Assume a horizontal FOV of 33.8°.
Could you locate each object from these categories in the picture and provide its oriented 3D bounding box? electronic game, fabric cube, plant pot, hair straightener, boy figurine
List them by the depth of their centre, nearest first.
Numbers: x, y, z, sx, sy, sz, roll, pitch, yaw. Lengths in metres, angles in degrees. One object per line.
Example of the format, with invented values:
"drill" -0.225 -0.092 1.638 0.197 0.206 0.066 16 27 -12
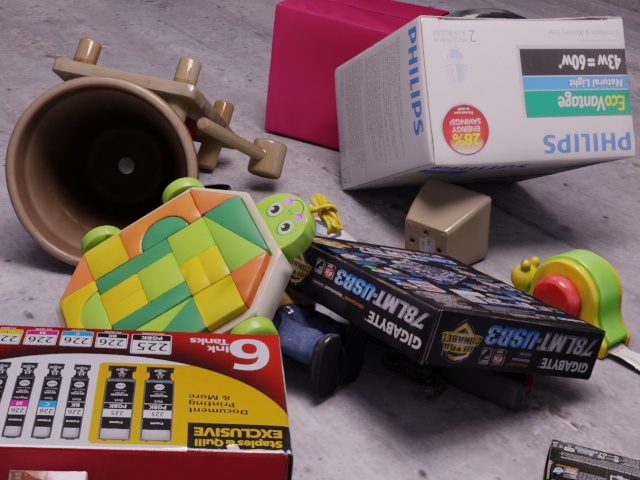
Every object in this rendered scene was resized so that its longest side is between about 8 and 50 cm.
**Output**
"hair straightener" 0.137 0.150 1.265 0.230 0.047 0.089 21 29 17
"boy figurine" -0.090 0.094 1.285 0.285 0.092 0.177 19 23 29
"plant pot" -0.295 -0.101 1.522 0.262 0.263 0.229 6 6 -1
"plant pot" 0.181 -0.015 1.577 0.109 0.109 0.096 22 41 31
"electronic game" 0.261 -0.347 1.849 0.229 0.048 0.229 -5 -12 -1
"fabric cube" 0.072 -0.329 2.039 0.258 0.254 0.259 16 26 22

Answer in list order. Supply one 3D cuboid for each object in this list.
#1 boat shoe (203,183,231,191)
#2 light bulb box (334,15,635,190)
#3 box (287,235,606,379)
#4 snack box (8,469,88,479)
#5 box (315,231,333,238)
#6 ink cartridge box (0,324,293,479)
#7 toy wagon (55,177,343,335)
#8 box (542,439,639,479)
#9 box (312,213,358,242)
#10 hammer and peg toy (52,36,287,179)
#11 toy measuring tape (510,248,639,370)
"boat shoe" -0.207 -0.071 1.674 0.132 0.042 0.049 -1 28 -12
"light bulb box" 0.251 -0.212 1.707 0.357 0.225 0.361 -4 -2 -20
"box" 0.142 0.076 1.284 0.295 0.073 0.293 9 10 -39
"snack box" -0.225 0.273 0.840 0.064 0.022 0.178 3 61 -8
"box" -0.051 0.011 1.399 0.100 0.060 0.244 21 5 34
"ink cartridge box" -0.186 0.204 0.986 0.309 0.130 0.272 3 26 -8
"toy wagon" -0.139 0.034 1.219 0.344 0.068 0.267 -31 50 1
"box" 0.310 0.282 1.035 0.190 0.045 0.184 12 28 11
"box" 0.000 0.000 1.585 0.081 0.028 0.136 -9 27 -29
"hammer and peg toy" -0.236 -0.217 1.746 0.361 0.127 0.266 13 -11 16
"toy measuring tape" 0.383 0.093 1.372 0.121 0.122 0.330 -16 33 -39
